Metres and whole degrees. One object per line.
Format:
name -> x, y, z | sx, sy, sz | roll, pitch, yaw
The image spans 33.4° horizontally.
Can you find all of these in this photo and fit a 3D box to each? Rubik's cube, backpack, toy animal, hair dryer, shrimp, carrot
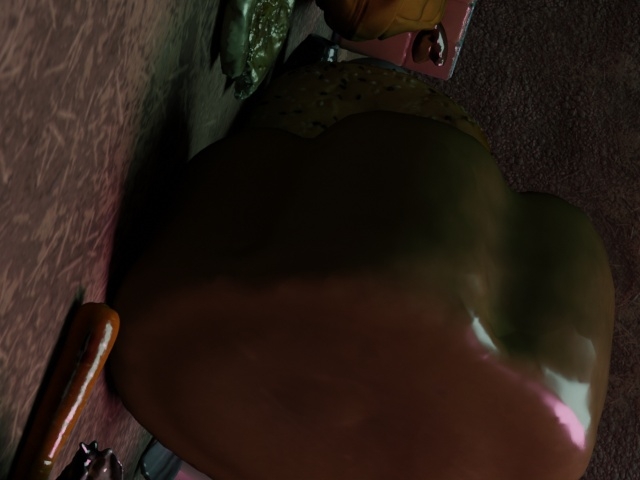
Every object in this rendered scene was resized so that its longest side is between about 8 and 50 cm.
Rubik's cube -> 0.170, -0.450, 1.892 | 0.231, 0.221, 0.224 | -65, 172, -57
backpack -> 0.103, -0.406, 1.371 | 0.378, 0.201, 0.353 | -69, 172, -70
toy animal -> -0.147, 0.224, 1.513 | 0.205, 0.081, 0.367 | -54, 178, 2
hair dryer -> -0.030, -0.213, 1.498 | 0.219, 0.075, 0.195 | -81, -164, -66
shrimp -> -0.200, 0.228, 0.822 | 0.317, 0.062, 0.164 | -58, -171, 39
carrot -> -0.205, 0.136, 0.820 | 0.037, 0.037, 0.190 | 89, 23, -78

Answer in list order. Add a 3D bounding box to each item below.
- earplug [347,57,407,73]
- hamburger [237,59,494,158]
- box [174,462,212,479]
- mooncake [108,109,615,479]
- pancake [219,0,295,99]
earplug -> 0.097, -0.142, 1.679 | 0.325, 0.214, 0.175 | 62, 0, -40
hamburger -> 0.038, -0.086, 1.310 | 0.195, 0.318, 0.276 | 101, -20, -44
box -> -0.149, 0.457, 1.581 | 0.106, 0.203, 0.251 | -26, 139, -63
mooncake -> 0.041, 0.085, 1.030 | 0.467, 0.467, 0.262 | 103, 5, -53
pancake -> -0.050, -0.266, 1.078 | 0.253, 0.037, 0.253 | 19, 90, -86
